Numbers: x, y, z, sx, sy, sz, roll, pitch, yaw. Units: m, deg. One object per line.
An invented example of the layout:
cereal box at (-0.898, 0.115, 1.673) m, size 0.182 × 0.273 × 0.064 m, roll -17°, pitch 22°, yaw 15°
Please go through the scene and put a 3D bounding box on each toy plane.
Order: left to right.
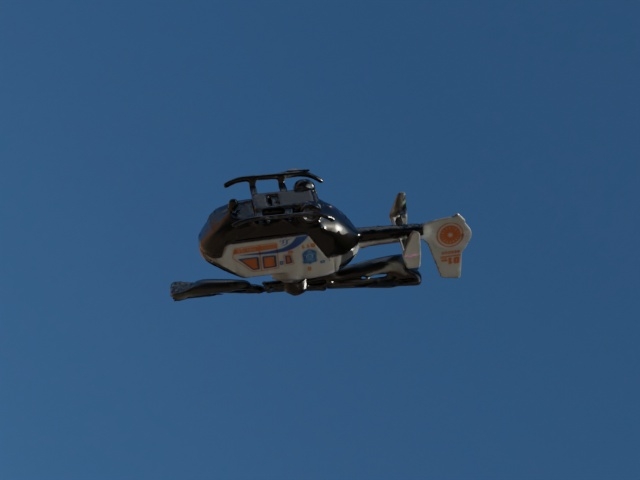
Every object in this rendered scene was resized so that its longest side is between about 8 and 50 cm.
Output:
toy plane at (0.001, -0.001, 1.054) m, size 0.197 × 0.053 × 0.078 m, roll -5°, pitch -55°, yaw -8°
